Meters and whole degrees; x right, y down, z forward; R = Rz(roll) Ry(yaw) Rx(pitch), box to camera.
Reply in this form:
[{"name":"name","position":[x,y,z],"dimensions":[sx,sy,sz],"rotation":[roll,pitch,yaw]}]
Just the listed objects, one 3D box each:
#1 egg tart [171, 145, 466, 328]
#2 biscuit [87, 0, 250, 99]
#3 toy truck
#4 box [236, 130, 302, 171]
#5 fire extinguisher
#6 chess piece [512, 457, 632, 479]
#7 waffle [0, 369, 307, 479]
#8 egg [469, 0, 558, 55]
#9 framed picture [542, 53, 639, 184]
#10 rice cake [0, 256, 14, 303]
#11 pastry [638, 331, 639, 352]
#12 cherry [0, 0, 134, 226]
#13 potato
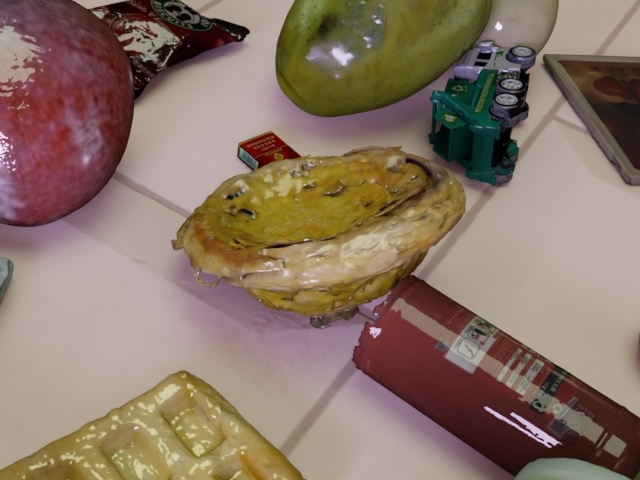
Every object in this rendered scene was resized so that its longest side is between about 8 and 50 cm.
[{"name":"egg tart","position":[0.000,0.000,0.918],"dimensions":[0.290,0.107,0.291],"rotation":[-11,25,5]},{"name":"biscuit","position":[-0.217,-0.273,1.218],"dimensions":[0.151,0.063,0.235],"rotation":[40,42,12]},{"name":"toy truck","position":[0.201,-0.168,1.178],"dimensions":[0.116,0.110,0.216],"rotation":[10,41,14]},{"name":"box","position":[-0.053,-0.091,1.087],"dimensions":[0.051,0.023,0.082],"rotation":[-26,54,-34]},{"name":"fire extinguisher","position":[0.191,0.145,0.793],"dimensions":[0.337,0.147,0.106],"rotation":[31,58,21]},{"name":"chess piece","position":[0.153,0.296,0.649],"dimensions":[0.139,0.139,0.272],"rotation":[26,53,14]},{"name":"waffle","position":[-0.148,0.210,0.702],"dimensions":[0.274,0.057,0.168],"rotation":[-27,54,-36]},{"name":"egg","position":[0.239,-0.345,1.319],"dimensions":[0.188,0.188,0.254],"rotation":[-1,52,-15]},{"name":"framed picture","position":[0.461,-0.176,1.316],"dimensions":[0.211,0.020,0.289],"rotation":[-2,44,-15]},{"name":"rice cake","position":[-0.330,0.090,0.801],"dimensions":[0.085,0.040,0.226],"rotation":[7,42,-7]},{"name":"pastry","position":[0.401,0.107,0.934],"dimensions":[0.156,0.092,0.156],"rotation":[13,40,-11]},{"name":"cherry","position":[-0.309,-0.151,0.948],"dimensions":[0.236,0.213,0.285],"rotation":[-7,54,-9]},{"name":"potato","position":[0.081,-0.276,1.163],"dimensions":[0.304,0.216,0.216],"rotation":[-45,62,-9]}]
